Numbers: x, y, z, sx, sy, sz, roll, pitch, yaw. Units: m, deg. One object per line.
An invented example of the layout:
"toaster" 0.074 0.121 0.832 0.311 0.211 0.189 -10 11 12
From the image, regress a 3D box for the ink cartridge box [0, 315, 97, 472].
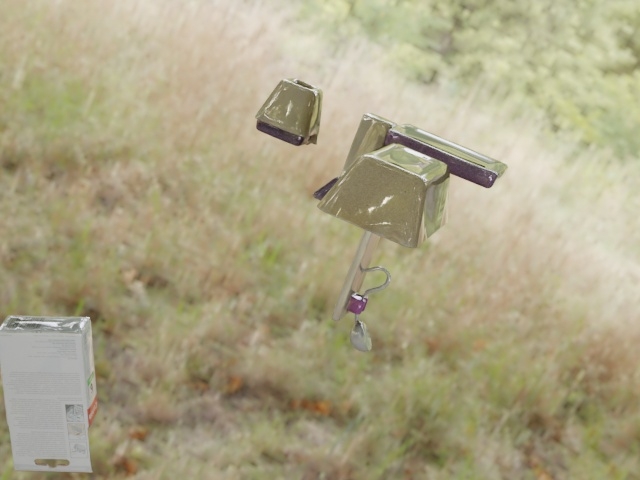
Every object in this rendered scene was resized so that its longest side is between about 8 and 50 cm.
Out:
"ink cartridge box" -0.196 0.112 1.089 0.062 0.115 0.029 1 23 6

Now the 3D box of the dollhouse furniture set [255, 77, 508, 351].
"dollhouse furniture set" 0.000 0.000 0.504 0.091 0.081 0.114 23 13 10
